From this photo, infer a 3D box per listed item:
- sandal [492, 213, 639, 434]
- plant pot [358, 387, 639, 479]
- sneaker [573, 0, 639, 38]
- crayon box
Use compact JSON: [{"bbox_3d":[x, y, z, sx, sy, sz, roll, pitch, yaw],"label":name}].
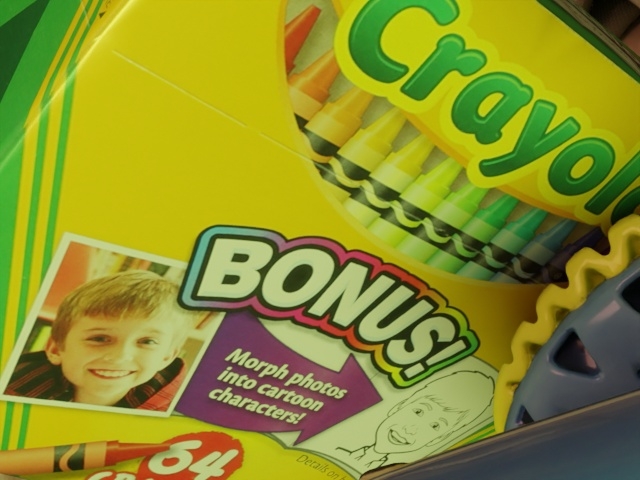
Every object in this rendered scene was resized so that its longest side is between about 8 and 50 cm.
[{"bbox_3d":[0.208,0.032,0.487,0.317,0.126,0.138,-45,48,24],"label":"sandal"},{"bbox_3d":[0.130,0.164,0.358,0.236,0.236,0.212,-22,63,19],"label":"plant pot"},{"bbox_3d":[0.226,-0.170,0.581,0.292,0.110,0.118,0,81,61],"label":"sneaker"},{"bbox_3d":[0.000,0.000,0.534,0.313,0.363,0.106,-45,44,23],"label":"crayon box"}]
